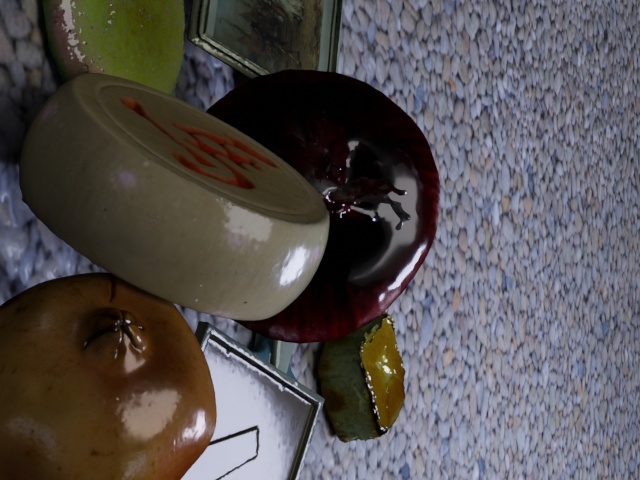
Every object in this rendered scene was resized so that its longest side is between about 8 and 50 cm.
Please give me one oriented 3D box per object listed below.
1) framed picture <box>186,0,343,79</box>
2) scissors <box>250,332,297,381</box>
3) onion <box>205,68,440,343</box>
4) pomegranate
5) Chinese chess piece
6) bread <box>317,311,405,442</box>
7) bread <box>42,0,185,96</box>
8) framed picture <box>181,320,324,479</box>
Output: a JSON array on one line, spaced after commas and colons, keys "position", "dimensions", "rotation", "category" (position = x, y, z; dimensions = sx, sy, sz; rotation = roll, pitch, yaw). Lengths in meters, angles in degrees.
[{"position": [-0.046, -0.276, 1.676], "dimensions": [0.217, 0.017, 0.274], "rotation": [27, 57, -40], "category": "framed picture"}, {"position": [-0.045, 0.083, 1.734], "dimensions": [0.138, 0.041, 0.289], "rotation": [35, 58, -50], "category": "scissors"}, {"position": [-0.012, -0.040, 1.531], "dimensions": [0.285, 0.273, 0.273], "rotation": [135, -42, -80], "category": "onion"}, {"position": [-0.187, 0.131, 1.265], "dimensions": [0.209, 0.209, 0.209], "rotation": [-1, 90, -64], "category": "pomegranate"}, {"position": [-0.122, -0.039, 1.341], "dimensions": [0.102, 0.273, 0.273], "rotation": [-61, 158, 14], "category": "Chinese chess piece"}, {"position": [0.053, 0.159, 1.901], "dimensions": [0.128, 0.069, 0.140], "rotation": [-53, 133, -53], "category": "bread"}, {"position": [-0.183, -0.211, 1.475], "dimensions": [0.228, 0.033, 0.228], "rotation": [3, 87, -64], "category": "bread"}, {"position": [-0.083, 0.208, 1.633], "dimensions": [0.250, 0.016, 0.184], "rotation": [38, 65, -53], "category": "framed picture"}]
